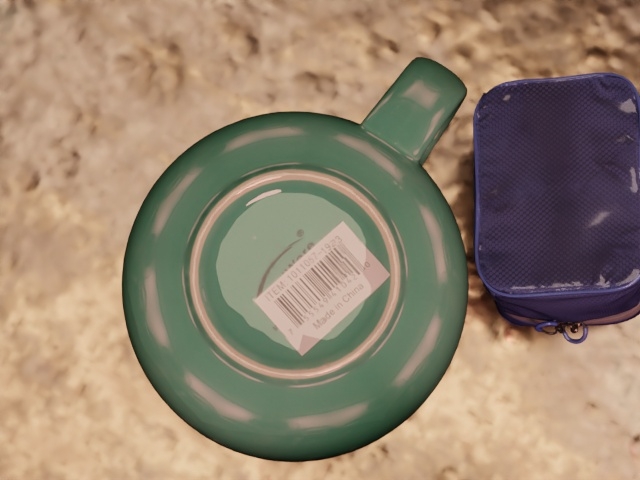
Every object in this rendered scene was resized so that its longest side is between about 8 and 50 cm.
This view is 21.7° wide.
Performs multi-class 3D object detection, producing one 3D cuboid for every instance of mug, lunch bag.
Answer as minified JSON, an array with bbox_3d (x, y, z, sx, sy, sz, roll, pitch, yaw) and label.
[{"bbox_3d":[-0.009,0.004,0.625,0.129,0.097,0.158,1,83,0],"label":"mug"},{"bbox_3d":[0.095,-0.009,0.644,0.067,0.065,0.098,-1,77,13],"label":"lunch bag"}]
